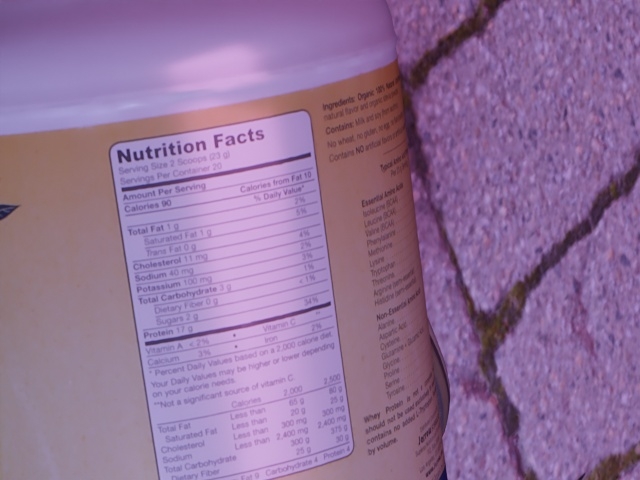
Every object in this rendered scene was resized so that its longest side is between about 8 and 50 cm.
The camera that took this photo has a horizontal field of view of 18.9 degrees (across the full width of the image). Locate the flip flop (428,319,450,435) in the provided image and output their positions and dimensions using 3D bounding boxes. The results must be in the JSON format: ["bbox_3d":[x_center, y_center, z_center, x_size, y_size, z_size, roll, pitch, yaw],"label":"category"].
[{"bbox_3d":[0.000,0.000,0.995,0.080,0.112,0.277,-47,120,-53],"label":"flip flop"}]

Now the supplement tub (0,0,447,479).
[{"bbox_3d":[-0.071,0.001,0.812,0.228,0.228,0.316,-18,105,-46],"label":"supplement tub"}]
